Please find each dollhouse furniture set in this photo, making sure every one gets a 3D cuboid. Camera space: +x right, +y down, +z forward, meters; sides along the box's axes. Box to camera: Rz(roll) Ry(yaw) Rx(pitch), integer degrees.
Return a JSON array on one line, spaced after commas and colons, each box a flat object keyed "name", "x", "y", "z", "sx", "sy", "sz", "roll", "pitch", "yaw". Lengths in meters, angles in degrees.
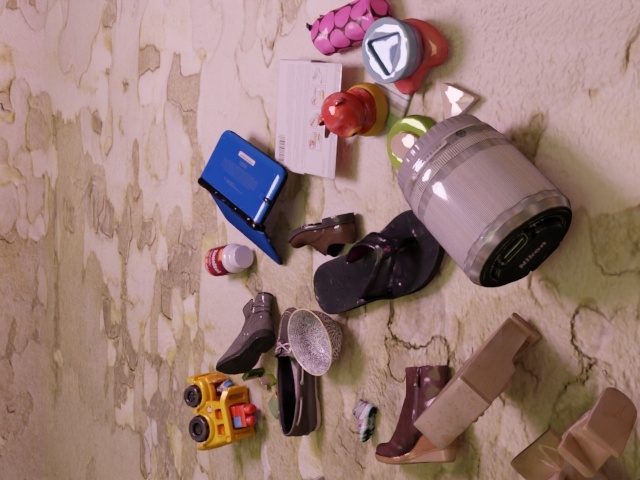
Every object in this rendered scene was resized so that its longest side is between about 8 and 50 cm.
[{"name": "dollhouse furniture set", "x": 0.406, "y": 0.365, "z": 1.360, "sx": 0.394, "sy": 0.256, "sz": 0.362, "roll": 42, "pitch": 129, "yaw": 12}, {"name": "dollhouse furniture set", "x": -0.154, "y": 0.422, "z": 2.090, "sx": 0.151, "sy": 0.059, "sz": 0.076, "roll": 57, "pitch": 134, "yaw": 28}]

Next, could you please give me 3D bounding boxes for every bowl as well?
[{"name": "bowl", "x": 0.002, "y": 0.240, "z": 1.861, "sx": 0.170, "sy": 0.080, "sz": 0.170, "roll": 21, "pitch": 118, "yaw": 47}]

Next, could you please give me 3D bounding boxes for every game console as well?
[{"name": "game console", "x": -0.179, "y": -0.117, "z": 2.025, "sx": 0.293, "sy": 0.173, "sz": 0.250, "roll": 38, "pitch": 103, "yaw": 40}]

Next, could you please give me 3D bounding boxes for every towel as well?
[{"name": "towel", "x": 0.154, "y": -0.331, "z": 1.656, "sx": 0.113, "sy": 0.023, "sz": 0.152, "roll": 39, "pitch": 123, "yaw": 40}]

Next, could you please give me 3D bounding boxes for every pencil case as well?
[{"name": "pencil case", "x": 0.067, "y": -0.487, "z": 1.689, "sx": 0.209, "sy": 0.095, "sz": 0.098, "roll": -7, "pitch": 74, "yaw": 48}]

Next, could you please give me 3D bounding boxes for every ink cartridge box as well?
[{"name": "ink cartridge box", "x": -0.016, "y": -0.297, "z": 1.831, "sx": 0.239, "sy": 0.060, "sz": 0.275, "roll": 17, "pitch": 108, "yaw": 47}]

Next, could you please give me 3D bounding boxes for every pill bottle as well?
[{"name": "pill bottle", "x": -0.260, "y": 0.054, "z": 2.144, "sx": 0.152, "sy": 0.086, "sz": 0.086, "roll": -12, "pitch": 85, "yaw": 49}]

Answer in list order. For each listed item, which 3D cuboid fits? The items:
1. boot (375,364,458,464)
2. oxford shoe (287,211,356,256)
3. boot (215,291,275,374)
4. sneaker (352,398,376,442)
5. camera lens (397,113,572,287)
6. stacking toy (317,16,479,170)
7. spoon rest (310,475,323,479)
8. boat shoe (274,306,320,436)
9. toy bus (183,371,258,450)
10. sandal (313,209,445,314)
[{"name": "boot", "x": 0.206, "y": 0.385, "z": 1.667, "sx": 0.248, "sy": 0.090, "sz": 0.206, "roll": -23, "pitch": 65, "yaw": 50}, {"name": "oxford shoe", "x": 0.000, "y": 0.000, "z": 1.838, "sx": 0.227, "sy": 0.083, "sz": 0.096, "roll": -15, "pitch": 88, "yaw": 51}, {"name": "boot", "x": -0.200, "y": 0.257, "z": 2.086, "sx": 0.246, "sy": 0.083, "sz": 0.161, "roll": -41, "pitch": 38, "yaw": 34}, {"name": "sneaker", "x": 0.098, "y": 0.429, "z": 1.816, "sx": 0.069, "sy": 0.038, "sz": 0.098, "roll": 23, "pitch": 102, "yaw": 48}, {"name": "camera lens", "x": 0.296, "y": -0.069, "z": 1.372, "sx": 0.274, "sy": 0.219, "sz": 0.219, "roll": 54, "pitch": 131, "yaw": 30}, {"name": "stacking toy", "x": 0.146, "y": -0.286, "z": 1.565, "sx": 0.279, "sy": 0.130, "sz": 0.309, "roll": 53, "pitch": 132, "yaw": 23}, {"name": "spoon rest", "x": 0.010, "y": 0.749, "z": 1.923, "sx": 0.137, "sy": 0.084, "sz": 0.276, "roll": -42, "pitch": 63, "yaw": 44}, {"name": "boat shoe", "x": -0.070, "y": 0.341, "z": 1.952, "sx": 0.112, "sy": 0.096, "sz": 0.335, "roll": -9, "pitch": 88, "yaw": 50}, {"name": "toy bus", "x": -0.269, "y": 0.480, "z": 2.182, "sx": 0.211, "sy": 0.149, "sz": 0.220, "roll": -20, "pitch": 77, "yaw": 36}, {"name": "sandal", "x": 0.109, "y": 0.070, "z": 1.697, "sx": 0.446, "sy": 0.107, "sz": 0.167, "roll": -35, "pitch": 69, "yaw": 47}]
